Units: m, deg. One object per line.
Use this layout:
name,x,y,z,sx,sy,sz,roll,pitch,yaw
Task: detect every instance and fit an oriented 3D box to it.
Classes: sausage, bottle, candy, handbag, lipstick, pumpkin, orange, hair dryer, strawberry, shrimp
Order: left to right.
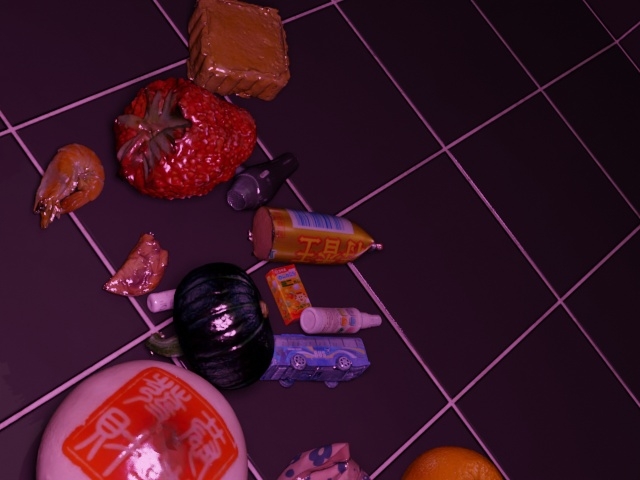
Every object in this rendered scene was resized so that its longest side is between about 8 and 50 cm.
shrimp,-0.500,-0.106,1.810,0.115,0.051,0.217,31,50,-16
lipstick,-0.279,0.115,1.825,0.141,0.040,0.040,-11,71,-34
strawberry,-0.283,-0.205,1.887,0.257,0.261,0.261,27,47,-55
pumpkin,-0.214,0.174,1.733,0.248,0.248,0.248,14,58,-24
hair dryer,-0.188,-0.200,2.032,0.271,0.091,0.235,45,42,3
candy,-0.065,0.117,1.952,0.062,0.038,0.122,-13,72,-36
sausage,-0.001,0.001,2.008,0.317,0.125,0.117,8,57,-31
handbag,0.002,0.505,1.682,0.190,0.193,0.251,47,52,-6
bottle,0.052,0.174,1.965,0.217,0.060,0.060,6,61,-43
orange,0.260,0.520,1.808,0.236,0.236,0.236,14,58,-24

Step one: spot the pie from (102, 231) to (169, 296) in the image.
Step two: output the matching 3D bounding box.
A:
pie,-0.357,0.054,1.816,0.092,0.034,0.170,31,52,-8

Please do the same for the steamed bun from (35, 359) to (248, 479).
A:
steamed bun,-0.291,0.379,1.551,0.374,0.241,0.375,12,62,-23

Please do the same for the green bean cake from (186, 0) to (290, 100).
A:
green bean cake,-0.196,-0.447,2.124,0.224,0.131,0.230,4,66,-27

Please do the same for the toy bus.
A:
toy bus,-0.017,0.249,1.892,0.236,0.079,0.094,6,46,-28
